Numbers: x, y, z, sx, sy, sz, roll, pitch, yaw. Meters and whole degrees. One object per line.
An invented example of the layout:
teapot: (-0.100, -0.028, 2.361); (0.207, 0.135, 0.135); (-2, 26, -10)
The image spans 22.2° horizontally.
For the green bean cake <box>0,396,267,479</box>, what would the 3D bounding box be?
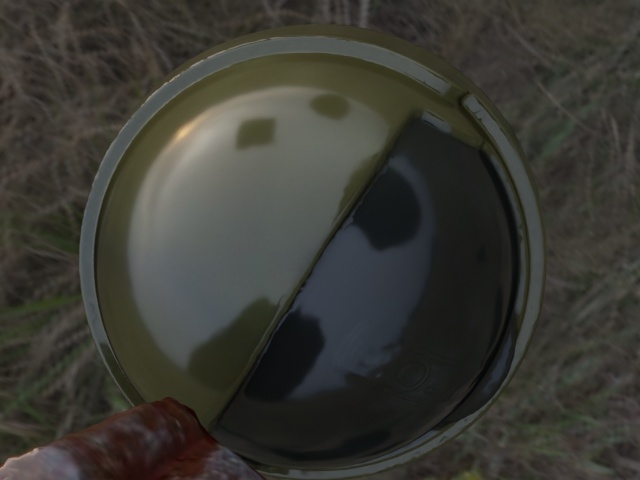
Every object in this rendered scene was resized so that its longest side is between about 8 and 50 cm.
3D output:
green bean cake: (-0.104, 0.159, 0.577); (0.198, 0.097, 0.232); (41, 118, 12)

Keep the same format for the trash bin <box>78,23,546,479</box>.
trash bin: (0.000, 0.000, 0.802); (0.214, 0.334, 0.214); (0, 98, 3)
